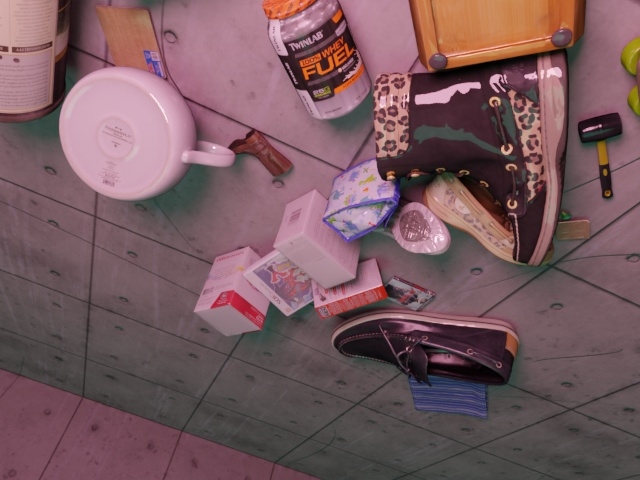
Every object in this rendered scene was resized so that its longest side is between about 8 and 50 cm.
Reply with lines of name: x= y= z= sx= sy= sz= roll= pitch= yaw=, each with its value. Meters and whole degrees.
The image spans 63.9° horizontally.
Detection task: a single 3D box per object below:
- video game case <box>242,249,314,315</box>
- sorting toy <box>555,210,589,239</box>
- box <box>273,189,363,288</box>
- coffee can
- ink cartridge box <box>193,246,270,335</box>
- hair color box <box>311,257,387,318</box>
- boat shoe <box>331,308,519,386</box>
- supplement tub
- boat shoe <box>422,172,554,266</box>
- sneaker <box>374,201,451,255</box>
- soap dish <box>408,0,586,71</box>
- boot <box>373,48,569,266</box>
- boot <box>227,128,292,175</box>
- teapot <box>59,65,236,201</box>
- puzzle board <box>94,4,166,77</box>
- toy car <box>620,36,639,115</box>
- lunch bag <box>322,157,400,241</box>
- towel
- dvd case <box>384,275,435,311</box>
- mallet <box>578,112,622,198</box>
video game case: x=-0.056 y=0.083 z=1.253 sx=0.201 sy=0.023 sz=0.183 roll=-33 pitch=125 yaw=13
sorting toy: x=0.496 y=-0.030 z=1.012 sx=0.062 sy=0.012 sz=0.083 roll=-1 pitch=141 yaw=26
box: x=0.000 y=0.000 z=1.115 sx=0.091 sy=0.130 sz=0.170 roll=-24 pitch=126 yaw=37
coffee can: x=-0.502 y=-0.353 z=0.805 sx=0.201 sy=0.202 sz=0.275 roll=26 pitch=139 yaw=-13
ink cartridge box: x=-0.209 y=0.129 z=1.299 sx=0.128 sy=0.176 sz=0.127 roll=-16 pitch=134 yaw=34
hair color box: x=0.067 y=0.114 z=1.219 sx=0.167 sy=0.093 sz=0.053 roll=-18 pitch=131 yaw=9
boat shoe: x=0.260 y=0.293 z=1.359 sx=0.499 sy=0.156 sz=0.187 roll=1 pitch=140 yaw=19
supplement tub: x=-0.005 y=-0.291 z=0.784 sx=0.117 sy=0.117 sz=0.190 roll=-9 pitch=135 yaw=26
boat shoe: x=0.335 y=-0.043 z=0.977 sx=0.285 sy=0.105 sz=0.089 roll=26 pitch=134 yaw=-8
sneaker: x=0.189 y=-0.024 z=1.014 sx=0.115 sy=0.090 sz=0.232 roll=22 pitch=-172 yaw=-32
soap dish: x=0.211 y=-0.358 z=0.636 sx=0.228 sy=0.118 sz=0.291 roll=-3 pitch=137 yaw=21
boot: x=0.246 y=-0.123 z=0.850 sx=0.284 sy=0.138 sz=0.378 roll=2 pitch=132 yaw=20
boot: x=-0.126 y=-0.163 z=1.042 sx=0.106 sy=0.037 sz=0.114 roll=-19 pitch=134 yaw=38
teapot: x=-0.327 y=-0.198 z=0.954 sx=0.252 sy=0.187 sz=0.256 roll=-26 pitch=100 yaw=17
puzzle board: x=-0.331 y=-0.349 z=0.905 sx=0.096 sy=0.011 sz=0.128 roll=7 pitch=141 yaw=8
toy car: x=0.535 y=-0.220 z=0.683 sx=0.188 sy=0.155 sz=0.149 roll=-22 pitch=129 yaw=20
lunch bag: x=0.092 y=-0.086 z=0.985 sx=0.096 sy=0.129 sz=0.151 roll=37 pitch=134 yaw=-27
towel: x=0.401 y=0.473 z=1.614 sx=0.243 sy=0.040 sz=0.336 roll=0 pitch=138 yaw=19
dvd case: x=0.216 y=0.135 z=1.296 sx=0.119 sy=0.013 sz=0.087 roll=23 pitch=140 yaw=-10
mallet: x=0.491 y=-0.140 z=0.873 sx=0.062 sy=0.039 sz=0.190 roll=-18 pitch=135 yaw=31
